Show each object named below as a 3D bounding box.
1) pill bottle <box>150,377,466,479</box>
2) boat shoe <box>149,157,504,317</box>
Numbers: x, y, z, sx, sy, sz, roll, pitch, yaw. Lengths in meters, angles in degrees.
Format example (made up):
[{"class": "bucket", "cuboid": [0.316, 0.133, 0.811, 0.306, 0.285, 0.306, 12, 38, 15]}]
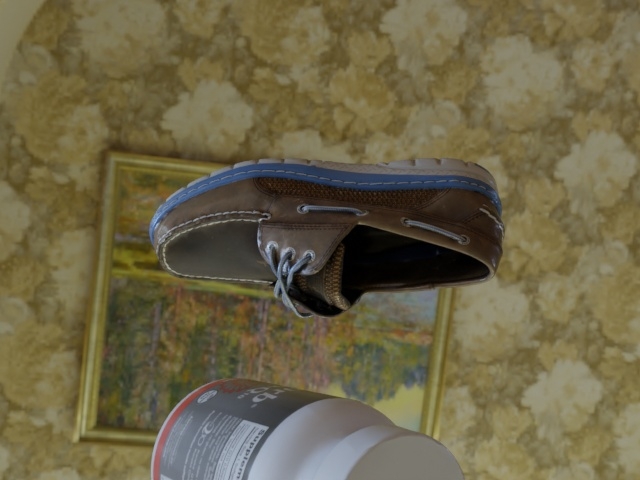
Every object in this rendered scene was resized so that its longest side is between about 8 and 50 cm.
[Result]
[{"class": "pill bottle", "cuboid": [-0.023, 0.269, 0.894, 0.210, 0.210, 0.363, 3, 176, -34]}, {"class": "boat shoe", "cuboid": [0.000, 0.000, 0.410, 0.183, 0.066, 0.066, -8, -136, 8]}]
